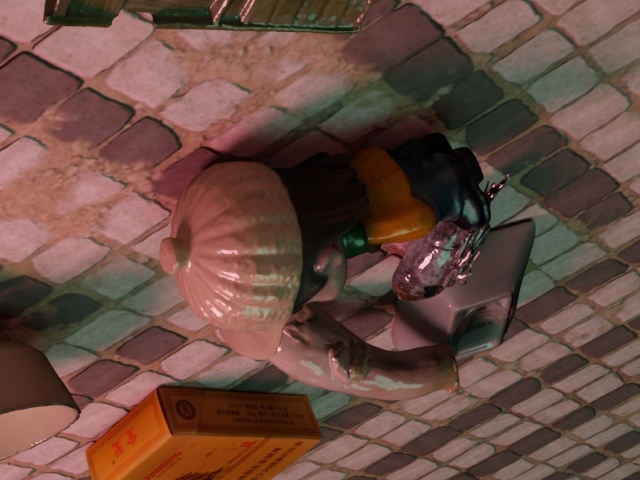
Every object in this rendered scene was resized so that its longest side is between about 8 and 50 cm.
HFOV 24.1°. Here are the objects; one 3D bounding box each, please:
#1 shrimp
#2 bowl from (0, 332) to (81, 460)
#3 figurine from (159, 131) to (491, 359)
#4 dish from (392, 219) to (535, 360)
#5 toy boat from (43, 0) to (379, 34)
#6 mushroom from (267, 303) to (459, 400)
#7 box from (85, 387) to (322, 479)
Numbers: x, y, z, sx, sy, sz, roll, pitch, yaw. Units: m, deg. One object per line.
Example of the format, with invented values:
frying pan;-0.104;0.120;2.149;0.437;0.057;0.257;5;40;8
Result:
shrimp;0.157;-0.002;1.734;0.079;0.090;0.233;-4;145;-39
bowl;-0.377;0.171;1.625;0.211;0.112;0.211;-21;164;-6
figurine;-0.002;-0.028;1.525;0.332;0.185;0.204;-35;121;-12
dish;0.192;0.085;1.925;0.182;0.080;0.243;-16;151;-9
toy boat;-0.090;-0.209;1.235;0.293;0.055;0.093;-2;146;-31
mushroom;0.046;0.146;1.862;0.278;0.096;0.099;17;150;-15
box;-0.155;0.276;2.026;0.274;0.076;0.174;9;138;-44
